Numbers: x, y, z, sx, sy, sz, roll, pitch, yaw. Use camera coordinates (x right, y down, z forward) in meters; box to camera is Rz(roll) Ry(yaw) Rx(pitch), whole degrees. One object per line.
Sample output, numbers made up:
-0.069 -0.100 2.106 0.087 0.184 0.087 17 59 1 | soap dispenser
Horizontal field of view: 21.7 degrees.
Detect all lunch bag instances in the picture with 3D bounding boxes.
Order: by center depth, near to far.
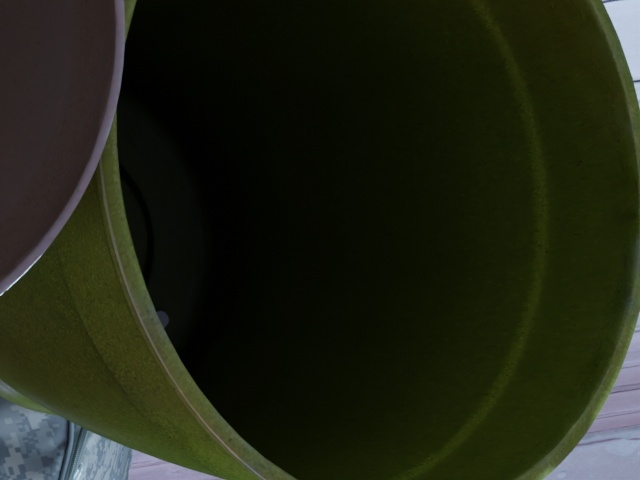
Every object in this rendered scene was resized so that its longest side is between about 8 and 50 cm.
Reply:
-0.305 0.205 1.709 0.212 0.256 0.305 -10 165 1 | lunch bag

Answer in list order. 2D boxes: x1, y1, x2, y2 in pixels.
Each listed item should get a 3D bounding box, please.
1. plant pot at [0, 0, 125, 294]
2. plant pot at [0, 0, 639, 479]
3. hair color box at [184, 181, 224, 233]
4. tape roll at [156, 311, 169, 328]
-0.245 -0.096 0.741 0.284 0.284 0.191 -4 -172 -18 | plant pot
-0.064 -0.021 0.979 0.366 0.367 0.353 4 172 -39 | plant pot
0.020 -0.052 1.273 0.338 0.110 0.185 -9 165 6 | hair color box
-0.092 0.064 1.296 0.219 0.072 0.219 -8 165 -2 | tape roll
